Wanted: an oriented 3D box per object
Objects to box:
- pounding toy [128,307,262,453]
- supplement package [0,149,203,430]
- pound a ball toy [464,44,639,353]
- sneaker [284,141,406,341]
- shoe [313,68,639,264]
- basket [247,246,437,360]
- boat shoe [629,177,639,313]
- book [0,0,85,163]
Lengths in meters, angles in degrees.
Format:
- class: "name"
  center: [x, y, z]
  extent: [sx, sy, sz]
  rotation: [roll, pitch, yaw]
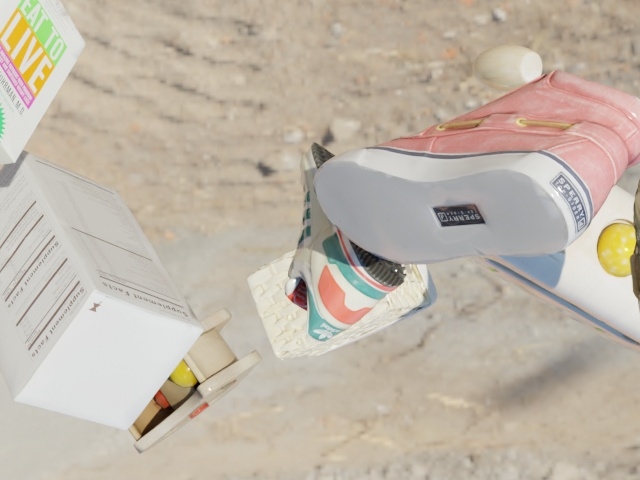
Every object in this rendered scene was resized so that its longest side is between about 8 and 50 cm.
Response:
- class: "pounding toy"
  center: [-0.195, 0.152, 1.555]
  extent: [0.154, 0.155, 0.269]
  rotation: [-33, 172, -27]
- class: "supplement package"
  center: [-0.242, 0.045, 1.226]
  extent: [0.139, 0.244, 0.134]
  rotation: [25, 109, -42]
- class: "pound a ball toy"
  center: [0.273, -0.038, 1.275]
  extent: [0.319, 0.208, 0.136]
  rotation: [30, 170, -21]
- class: "sneaker"
  center: [0.000, 0.000, 0.802]
  extent: [0.057, 0.161, 0.075]
  rotation: [32, 111, -28]
- class: "shoe"
  center: [0.077, -0.035, 0.620]
  extent: [0.178, 0.081, 0.063]
  rotation: [2, 126, 53]
- class: "basket"
  center: [0.019, 0.049, 1.348]
  extent: [0.167, 0.113, 0.103]
  rotation: [-26, 170, 26]
- class: "boat shoe"
  center: [0.274, 0.073, 0.865]
  extent: [0.109, 0.302, 0.098]
  rotation: [-1, 134, -4]
- class: "book"
  center: [-0.246, -0.145, 1.005]
  extent: [0.035, 0.144, 0.096]
  rotation: [-1, 138, 23]
